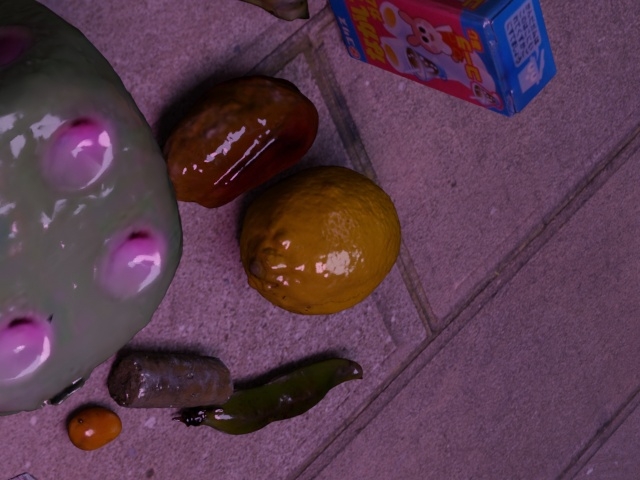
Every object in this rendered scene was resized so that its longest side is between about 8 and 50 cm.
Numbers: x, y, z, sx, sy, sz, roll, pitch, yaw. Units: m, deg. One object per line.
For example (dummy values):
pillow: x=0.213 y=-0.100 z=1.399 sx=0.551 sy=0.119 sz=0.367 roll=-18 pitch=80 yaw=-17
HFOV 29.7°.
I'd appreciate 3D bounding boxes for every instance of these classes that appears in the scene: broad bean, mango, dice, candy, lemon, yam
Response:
broad bean: x=-0.072 y=0.240 z=1.812 sx=0.339 sy=0.061 sz=0.077 roll=-13 pitch=109 yaw=-39
mango: x=-0.300 y=0.252 z=1.615 sx=0.089 sy=0.046 sz=0.060 roll=15 pitch=104 yaw=-60
dice: x=-0.353 y=-0.038 z=1.194 sx=0.330 sy=0.318 sz=0.322 roll=-39 pitch=133 yaw=-22
candy: x=0.145 y=-0.283 z=1.546 sx=0.100 sy=0.306 sz=0.157 roll=-45 pitch=136 yaw=-19
lemon: x=0.000 y=0.000 z=1.649 sx=0.260 sy=0.204 sz=0.204 roll=-25 pitch=128 yaw=-43
yam: x=-0.202 y=0.192 z=1.651 sx=0.179 sy=0.078 sz=0.078 roll=5 pitch=108 yaw=-45
broad bean: x=-0.106 y=-0.128 z=1.532 sx=0.228 sy=0.122 sz=0.156 roll=-29 pitch=155 yaw=-22

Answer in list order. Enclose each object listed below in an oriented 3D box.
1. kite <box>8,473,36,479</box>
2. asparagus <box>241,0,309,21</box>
kite: x=-0.467 y=0.468 z=1.556 sx=0.360 sy=0.022 sz=0.204 roll=-36 pitch=115 yaw=-24
asparagus: x=-0.131 y=-0.327 z=1.430 sx=0.343 sy=0.082 sz=0.085 roll=8 pitch=142 yaw=-45
